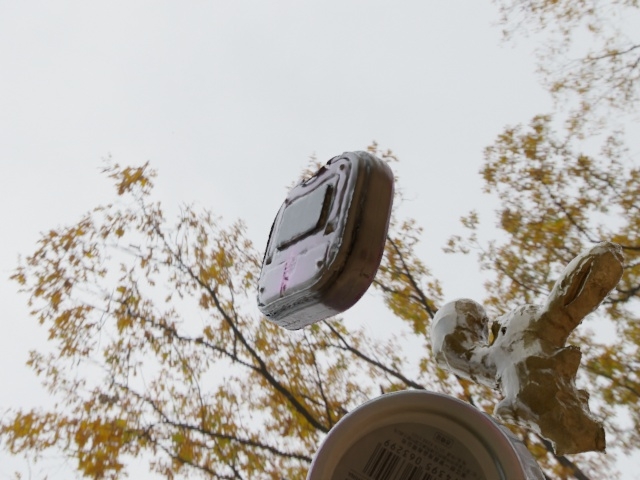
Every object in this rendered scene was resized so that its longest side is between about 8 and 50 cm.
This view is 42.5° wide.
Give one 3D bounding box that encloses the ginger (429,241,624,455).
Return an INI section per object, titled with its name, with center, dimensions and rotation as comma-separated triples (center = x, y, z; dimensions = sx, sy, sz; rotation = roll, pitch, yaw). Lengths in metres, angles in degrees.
[ginger]
center = 0.300, 0.181, 1.282
dimensions = 0.363, 0.348, 0.122
rotation = -17, -55, 35

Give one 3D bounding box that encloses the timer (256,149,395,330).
[timer]
center = 0.000, 0.000, 0.940
dimensions = 0.069, 0.208, 0.191
rotation = 25, -120, -23

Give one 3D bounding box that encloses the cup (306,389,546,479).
[cup]
center = 0.123, 0.304, 0.867
dimensions = 0.253, 0.371, 0.253
rotation = -7, -118, 14
